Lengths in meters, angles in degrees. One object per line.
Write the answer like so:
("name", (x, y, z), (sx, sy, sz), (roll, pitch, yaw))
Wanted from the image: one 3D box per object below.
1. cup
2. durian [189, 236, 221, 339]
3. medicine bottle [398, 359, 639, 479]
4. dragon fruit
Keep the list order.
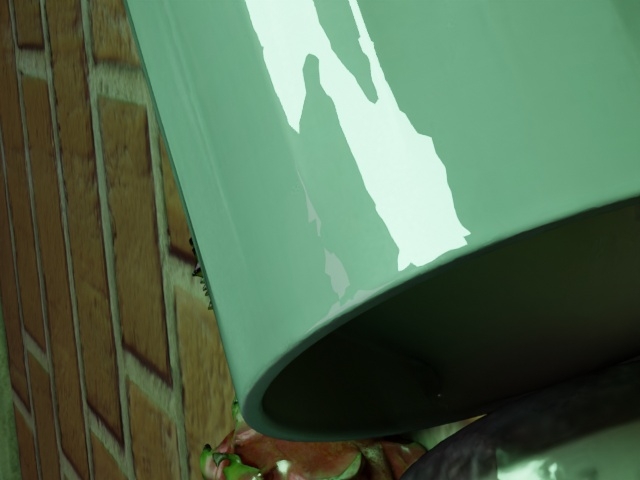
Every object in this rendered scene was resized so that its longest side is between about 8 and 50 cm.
("cup", (0.065, -0.130, 0.509), (0.323, 0.237, 0.327), (-32, 64, 35))
("durian", (0.000, 0.000, 0.805), (0.193, 0.137, 0.237), (-133, 40, -55))
("medicine bottle", (0.139, 0.193, 0.487), (0.165, 0.165, 0.273), (115, 140, -54))
("dragon fruit", (0.014, 0.179, 0.863), (0.236, 0.135, 0.137), (33, 124, 40))
